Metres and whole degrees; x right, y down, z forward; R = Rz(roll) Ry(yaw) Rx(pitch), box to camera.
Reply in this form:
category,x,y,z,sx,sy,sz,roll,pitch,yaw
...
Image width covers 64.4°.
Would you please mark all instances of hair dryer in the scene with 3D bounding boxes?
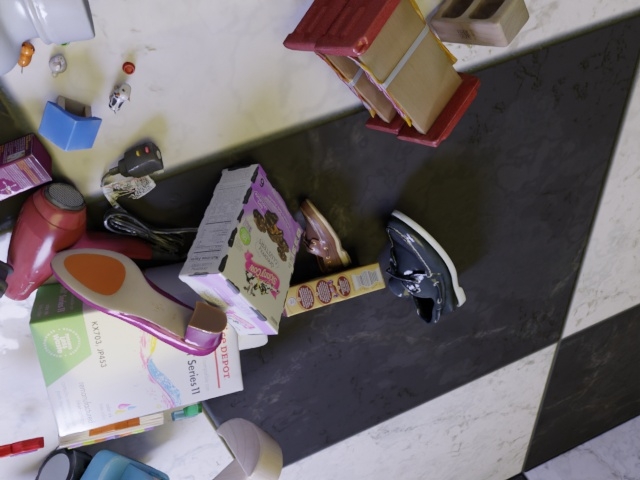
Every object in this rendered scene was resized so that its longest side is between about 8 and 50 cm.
category,x,y,z,sx,sy,sz,roll,pitch,yaw
hair dryer,-0.315,0.006,0.720,0.294,0.080,0.223,-23,135,-6

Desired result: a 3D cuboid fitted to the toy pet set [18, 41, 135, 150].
category,x,y,z,sx,sy,sz,roll,pitch,yaw
toy pet set,-0.291,-0.170,0.593,0.122,0.065,0.114,15,119,-35

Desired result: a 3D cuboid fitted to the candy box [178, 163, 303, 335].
category,x,y,z,sx,sy,sz,roll,pitch,yaw
candy box,-0.105,0.016,0.751,0.070,0.196,0.164,-6,141,24

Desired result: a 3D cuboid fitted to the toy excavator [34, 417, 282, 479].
category,x,y,z,sx,sy,sz,roll,pitch,yaw
toy excavator,-0.325,0.519,0.959,0.222,0.446,0.432,54,52,-45

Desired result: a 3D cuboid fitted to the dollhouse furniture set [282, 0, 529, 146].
category,x,y,z,sx,sy,sz,roll,pitch,yaw
dollhouse furniture set,0.157,-0.331,0.656,0.201,0.152,0.374,37,88,-42

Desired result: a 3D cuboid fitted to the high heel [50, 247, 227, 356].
category,x,y,z,sx,sy,sz,roll,pitch,yaw
high heel,-0.249,0.092,0.704,0.244,0.082,0.117,21,144,-13

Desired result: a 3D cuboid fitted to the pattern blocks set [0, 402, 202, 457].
category,x,y,z,sx,sy,sz,roll,pitch,yaw
pattern blocks set,-0.377,0.342,0.909,0.325,0.026,0.285,-9,163,-16

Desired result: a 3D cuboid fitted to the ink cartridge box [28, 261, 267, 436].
category,x,y,z,sx,sy,sz,roll,pitch,yaw
ink cartridge box,-0.244,0.154,0.819,0.354,0.119,0.206,-10,114,-19

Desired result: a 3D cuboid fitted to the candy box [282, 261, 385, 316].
category,x,y,z,sx,sy,sz,roll,pitch,yaw
candy box,0.012,0.089,0.934,0.187,0.109,0.053,-16,88,-15

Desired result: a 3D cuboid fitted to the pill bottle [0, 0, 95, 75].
category,x,y,z,sx,sy,sz,roll,pitch,yaw
pill bottle,-0.375,-0.220,0.430,0.319,0.176,0.176,-14,132,-16

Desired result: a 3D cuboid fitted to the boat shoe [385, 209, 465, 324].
category,x,y,z,sx,sy,sz,roll,pitch,yaw
boat shoe,0.188,0.070,0.996,0.113,0.127,0.340,-44,144,-3

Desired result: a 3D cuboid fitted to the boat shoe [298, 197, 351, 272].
category,x,y,z,sx,sy,sz,roll,pitch,yaw
boat shoe,0.000,0.000,0.884,0.060,0.064,0.178,-32,137,-2

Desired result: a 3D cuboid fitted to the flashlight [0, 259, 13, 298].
category,x,y,z,sx,sy,sz,roll,pitch,yaw
flashlight,-0.523,0.006,0.570,0.103,0.103,0.304,-42,126,16

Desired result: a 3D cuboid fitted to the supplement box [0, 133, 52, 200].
category,x,y,z,sx,sy,sz,roll,pitch,yaw
supplement box,-0.381,-0.088,0.625,0.083,0.055,0.043,-24,135,-6
